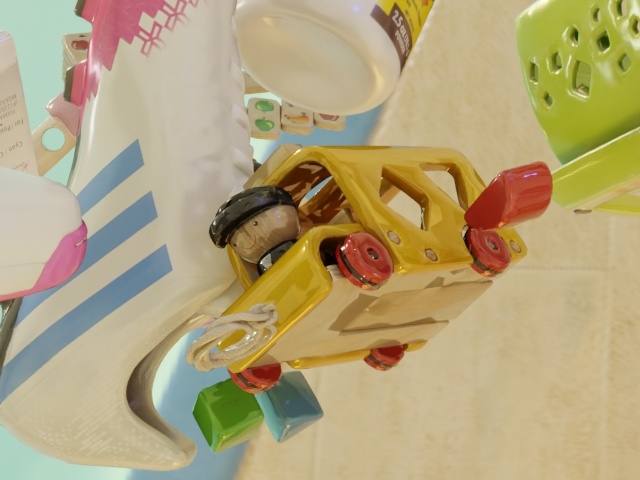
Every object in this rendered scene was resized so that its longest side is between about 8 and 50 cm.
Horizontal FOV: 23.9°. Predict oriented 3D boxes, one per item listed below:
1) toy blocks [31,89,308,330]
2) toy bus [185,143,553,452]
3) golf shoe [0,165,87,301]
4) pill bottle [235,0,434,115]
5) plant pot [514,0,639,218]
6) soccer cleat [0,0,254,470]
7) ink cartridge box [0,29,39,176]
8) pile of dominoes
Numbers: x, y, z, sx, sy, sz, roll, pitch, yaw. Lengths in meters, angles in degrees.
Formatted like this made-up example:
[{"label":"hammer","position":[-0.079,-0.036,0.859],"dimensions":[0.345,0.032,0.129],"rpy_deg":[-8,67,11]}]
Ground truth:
[{"label":"toy blocks","position":[-0.200,-0.042,1.616],"dimensions":[0.260,0.309,0.288],"rpy_deg":[-46,104,-1]},{"label":"toy bus","position":[0.004,0.003,0.749],"dimensions":[0.191,0.202,0.104],"rpy_deg":[-27,68,-11]},{"label":"golf shoe","position":[-0.242,-0.051,0.620],"dimensions":[0.306,0.115,0.140],"rpy_deg":[10,105,-13]},{"label":"pill bottle","position":[0.029,-0.195,0.985],"dimensions":[0.117,0.117,0.215],"rpy_deg":[12,60,23]},{"label":"plant pot","position":[0.330,-0.135,1.396],"dimensions":[0.227,0.228,0.207],"rpy_deg":[5,75,-22]},{"label":"soccer cleat","position":[-0.075,-0.033,0.821],"dimensions":[0.143,0.116,0.331],"rpy_deg":[19,93,10]},{"label":"ink cartridge box","position":[-0.359,-0.081,1.297],"dimensions":[0.296,0.066,0.261],"rpy_deg":[19,131,33]},{"label":"pile of dominoes","position":[-0.100,-0.155,1.353],"dimensions":[0.196,0.251,0.040],"rpy_deg":[55,144,44]}]
